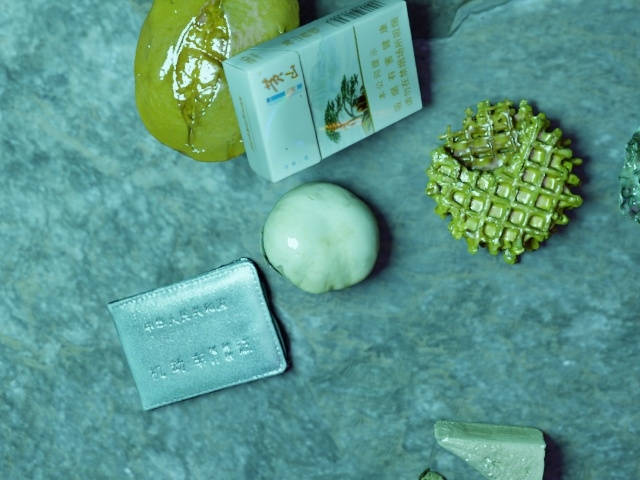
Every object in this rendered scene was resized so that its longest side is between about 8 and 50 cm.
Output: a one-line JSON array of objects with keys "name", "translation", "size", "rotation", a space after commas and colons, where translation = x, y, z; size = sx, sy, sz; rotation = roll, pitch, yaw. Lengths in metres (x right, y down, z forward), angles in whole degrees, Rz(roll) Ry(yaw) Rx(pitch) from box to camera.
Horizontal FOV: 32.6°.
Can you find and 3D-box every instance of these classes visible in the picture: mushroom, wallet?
[{"name": "mushroom", "translation": [0.000, 0.000, 1.412], "size": [0.154, 0.122, 0.154], "rotation": [5, 63, -10]}, {"name": "wallet", "translation": [-0.163, 0.127, 1.479], "size": [0.222, 0.036, 0.167], "rotation": [-17, 96, 7]}]

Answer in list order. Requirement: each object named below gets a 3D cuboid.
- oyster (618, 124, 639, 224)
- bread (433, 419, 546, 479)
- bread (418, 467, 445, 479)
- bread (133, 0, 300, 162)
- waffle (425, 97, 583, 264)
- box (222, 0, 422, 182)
[{"name": "oyster", "translation": [0.492, -0.112, 1.355], "size": [0.198, 0.112, 0.267], "rotation": [35, 96, -1]}, {"name": "bread", "translation": [0.223, 0.300, 1.449], "size": [0.152, 0.077, 0.105], "rotation": [4, 97, 6]}, {"name": "bread", "translation": [0.123, 0.396, 1.446], "size": [0.160, 0.169, 0.140], "rotation": [-26, 94, -7]}, {"name": "bread", "translation": [-0.126, -0.233, 1.376], "size": [0.195, 0.142, 0.269], "rotation": [19, 98, 0]}, {"name": "waffle", "translation": [0.233, -0.078, 1.401], "size": [0.197, 0.070, 0.193], "rotation": [44, 99, -2]}, {"name": "box", "translation": [0.007, -0.188, 1.329], "size": [0.233, 0.067, 0.149], "rotation": [-28, 122, -23]}]
